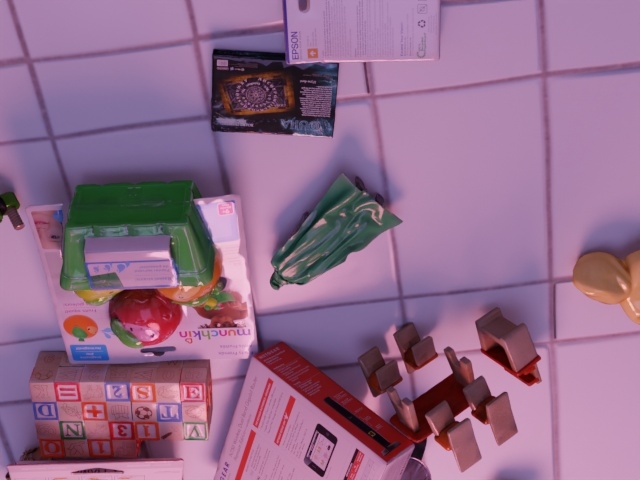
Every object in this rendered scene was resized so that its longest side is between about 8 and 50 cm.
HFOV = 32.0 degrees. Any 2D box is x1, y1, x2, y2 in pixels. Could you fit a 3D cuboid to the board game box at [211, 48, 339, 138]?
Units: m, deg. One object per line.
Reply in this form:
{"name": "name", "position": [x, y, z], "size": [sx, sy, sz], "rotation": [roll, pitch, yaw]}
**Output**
{"name": "board game box", "position": [-0.069, -0.217, 1.654], "size": [0.186, 0.026, 0.126], "rotation": [4, 122, -2]}

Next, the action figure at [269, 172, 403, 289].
{"name": "action figure", "position": [0.000, 0.000, 1.768], "size": [0.137, 0.063, 0.232], "rotation": [39, 110, -24]}

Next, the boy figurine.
{"name": "boy figurine", "position": [0.546, 0.072, 1.796], "size": [0.285, 0.092, 0.177], "rotation": [-1, 122, 2]}

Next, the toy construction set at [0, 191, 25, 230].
{"name": "toy construction set", "position": [-0.660, -0.073, 1.661], "size": [0.308, 0.257, 0.237], "rotation": [-31, 74, 0]}

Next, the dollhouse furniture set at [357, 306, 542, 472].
{"name": "dollhouse furniture set", "position": [0.233, 0.239, 1.821], "size": [0.259, 0.262, 0.135], "rotation": [-32, 124, -17]}

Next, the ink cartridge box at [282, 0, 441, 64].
{"name": "ink cartridge box", "position": [0.057, -0.357, 1.555], "size": [0.224, 0.045, 0.223], "rotation": [-1, 122, 2]}

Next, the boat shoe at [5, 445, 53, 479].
{"name": "boat shoe", "position": [-0.528, 0.407, 2.032], "size": [0.045, 0.050, 0.135], "rotation": [31, 117, -24]}

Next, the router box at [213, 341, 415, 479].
{"name": "router box", "position": [-0.025, 0.392, 1.902], "size": [0.301, 0.082, 0.335], "rotation": [36, 125, 26]}

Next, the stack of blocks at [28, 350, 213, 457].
{"name": "stack of blocks", "position": [-0.339, 0.286, 1.933], "size": [0.297, 0.087, 0.171], "rotation": [0, 122, 0]}

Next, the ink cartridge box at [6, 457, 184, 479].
{"name": "ink cartridge box", "position": [-0.388, 0.416, 1.956], "size": [0.296, 0.066, 0.261], "rotation": [1, 145, -9]}

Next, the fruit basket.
{"name": "fruit basket", "position": [-0.273, 0.078, 1.762], "size": [0.327, 0.165, 0.353], "rotation": [-2, 125, 1]}

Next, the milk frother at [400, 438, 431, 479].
{"name": "milk frother", "position": [0.116, 0.385, 1.966], "size": [0.143, 0.135, 0.129], "rotation": [2, 91, -4]}
